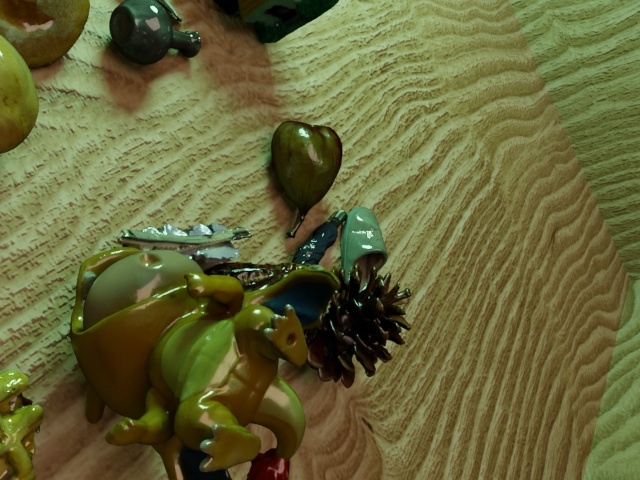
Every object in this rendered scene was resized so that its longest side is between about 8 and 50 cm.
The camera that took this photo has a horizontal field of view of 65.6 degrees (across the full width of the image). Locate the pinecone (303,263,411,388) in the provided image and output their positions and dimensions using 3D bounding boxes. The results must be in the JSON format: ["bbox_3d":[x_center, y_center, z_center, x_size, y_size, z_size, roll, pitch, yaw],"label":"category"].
[{"bbox_3d":[0.071,0.162,1.058,0.264,0.264,0.264,13,70,-40],"label":"pinecone"}]

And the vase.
[{"bbox_3d":[-0.310,-0.398,0.962,0.183,0.120,0.120,-19,92,-58],"label":"vase"}]

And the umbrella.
[{"bbox_3d":[0.000,-0.006,1.179,0.071,0.071,0.248,53,45,-20],"label":"umbrella"}]

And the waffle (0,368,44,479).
[{"bbox_3d":[-0.532,0.301,0.579,0.379,0.095,0.382,19,69,-41],"label":"waffle"}]

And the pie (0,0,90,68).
[{"bbox_3d":[-0.468,-0.399,0.756,0.273,0.069,0.273,-42,141,-46],"label":"pie"}]

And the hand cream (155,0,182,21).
[{"bbox_3d":[-0.362,-0.528,0.974,0.055,0.086,0.235,-44,113,6],"label":"hand cream"}]

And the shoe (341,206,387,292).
[{"bbox_3d":[0.115,0.026,1.248,0.103,0.100,0.251,22,67,-37],"label":"shoe"}]

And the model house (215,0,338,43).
[{"bbox_3d":[-0.136,-0.589,1.048,0.248,0.280,0.230,-9,87,-48],"label":"model house"}]

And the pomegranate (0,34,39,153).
[{"bbox_3d":[-0.494,-0.212,0.681,0.196,0.196,0.196,13,70,-40],"label":"pomegranate"}]

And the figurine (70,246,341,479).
[{"bbox_3d":[-0.193,0.187,0.685,0.268,0.387,0.401,28,75,-49],"label":"figurine"}]

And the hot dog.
[{"bbox_3d":[-0.111,0.102,0.935,0.270,0.082,0.163,-5,45,-5],"label":"hot dog"}]

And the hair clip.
[{"bbox_3d":[-0.248,0.005,0.908,0.292,0.084,0.106,-8,42,-47],"label":"hair clip"}]

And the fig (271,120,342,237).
[{"bbox_3d":[-0.038,-0.140,1.135,0.170,0.145,0.274,10,86,-40],"label":"fig"}]
